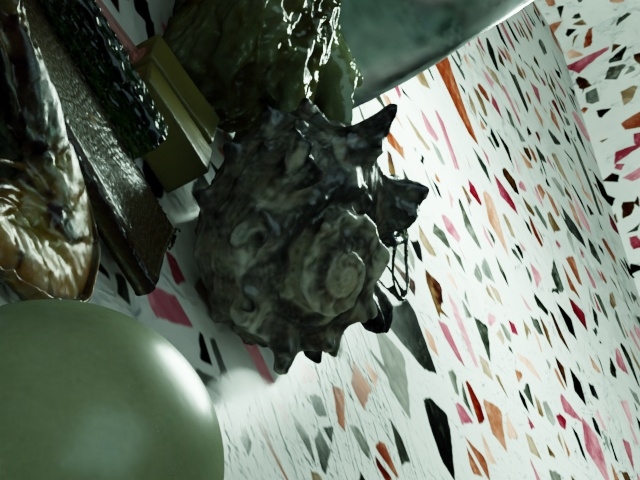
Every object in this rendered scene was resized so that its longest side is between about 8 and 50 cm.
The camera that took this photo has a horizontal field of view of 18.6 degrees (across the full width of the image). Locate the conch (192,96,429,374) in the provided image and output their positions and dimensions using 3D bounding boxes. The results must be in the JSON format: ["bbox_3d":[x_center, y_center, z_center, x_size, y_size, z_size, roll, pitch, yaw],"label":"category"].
[{"bbox_3d":[-0.010,0.008,1.703,0.313,0.186,0.241,72,26,-70],"label":"conch"}]

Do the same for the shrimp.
[{"bbox_3d":[-0.232,-0.080,1.322,0.178,0.075,0.289,-45,121,-70],"label":"shrimp"}]

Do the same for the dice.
[{"bbox_3d":[0.056,-0.348,2.148,0.348,0.330,0.328,64,16,-7],"label":"dice"}]

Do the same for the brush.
[{"bbox_3d":[-0.169,-0.161,1.663,0.233,0.047,0.103,57,18,-24],"label":"brush"}]

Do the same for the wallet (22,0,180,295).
[{"bbox_3d":[-0.188,-0.080,1.500,0.243,0.039,0.133,59,11,-17],"label":"wallet"}]

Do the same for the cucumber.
[{"bbox_3d":[-0.188,-0.153,1.575,0.187,0.058,0.058,60,16,-17],"label":"cucumber"}]

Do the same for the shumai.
[{"bbox_3d":[-0.036,-0.177,1.857,0.218,0.189,0.256,55,23,-24],"label":"shumai"}]

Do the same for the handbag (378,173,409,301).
[{"bbox_3d":[0.069,0.000,2.130,0.115,0.072,0.139,-30,98,-78],"label":"handbag"}]

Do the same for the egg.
[{"bbox_3d":[-0.147,0.125,1.041,0.186,0.186,0.253,66,13,5],"label":"egg"}]
